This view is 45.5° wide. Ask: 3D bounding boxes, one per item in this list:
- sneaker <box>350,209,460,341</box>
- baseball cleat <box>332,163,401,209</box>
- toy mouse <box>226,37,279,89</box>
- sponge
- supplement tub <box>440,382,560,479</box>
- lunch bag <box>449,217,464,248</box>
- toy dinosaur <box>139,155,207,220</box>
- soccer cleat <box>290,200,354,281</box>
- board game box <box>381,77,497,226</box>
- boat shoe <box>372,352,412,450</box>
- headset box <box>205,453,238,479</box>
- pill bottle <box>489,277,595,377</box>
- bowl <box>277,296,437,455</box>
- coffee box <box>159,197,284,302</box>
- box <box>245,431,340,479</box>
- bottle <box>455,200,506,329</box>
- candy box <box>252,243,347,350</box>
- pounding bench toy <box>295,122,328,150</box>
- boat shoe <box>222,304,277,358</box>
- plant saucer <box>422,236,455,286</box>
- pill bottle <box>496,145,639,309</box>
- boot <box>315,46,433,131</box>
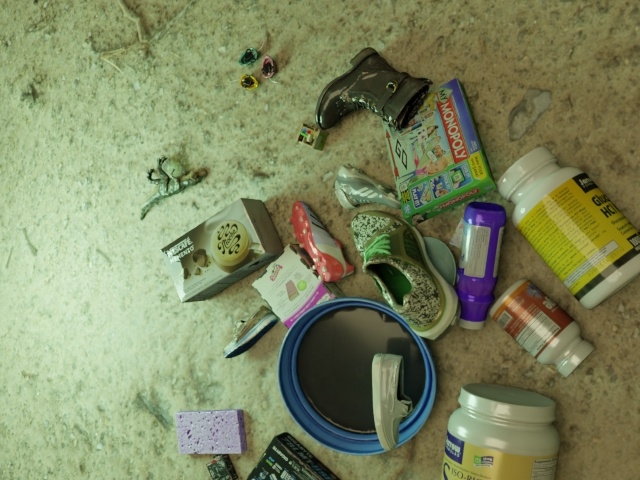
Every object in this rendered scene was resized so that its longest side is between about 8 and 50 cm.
[{"bbox_3d":[0.162,0.047,1.767,0.158,0.182,0.410,-51,44,15],"label":"sneaker"},{"bbox_3d":[0.119,-0.110,1.910,0.206,0.072,0.109,37,110,33],"label":"baseball cleat"},{"bbox_3d":[-0.167,-0.478,2.075,0.161,0.031,0.143,19,97,25],"label":"toy mouse"},{"bbox_3d":[-0.305,0.529,2.109,0.210,0.031,0.117,-8,85,26],"label":"sponge"},{"bbox_3d":[0.386,0.497,1.655,0.241,0.241,0.331,7,92,26],"label":"supplement tub"},{"bbox_3d":[0.357,-0.007,1.791,0.083,0.053,0.071,29,103,17],"label":"lunch bag"},{"bbox_3d":[-0.453,-0.166,2.192,0.268,0.064,0.118,-28,83,26],"label":"toy dinosaur"},{"bbox_3d":[0.000,0.000,1.961,0.248,0.095,0.083,63,145,30],"label":"soccer cleat"},{"bbox_3d":[0.267,-0.209,1.774,0.213,0.046,0.317,-27,51,23],"label":"board game box"},{"bbox_3d":[0.169,0.373,1.757,0.081,0.079,0.227,-4,93,21],"label":"boat shoe"},{"bbox_3d":[-0.271,0.627,2.089,0.062,0.032,0.083,-34,73,21],"label":"headset box"},{"bbox_3d":[0.490,0.194,1.681,0.216,0.121,0.121,44,107,20],"label":"pill bottle"},{"bbox_3d":[0.089,0.324,1.855,0.391,0.077,0.391,2,98,15],"label":"bowl"},{"bbox_3d":[-0.266,0.030,2.058,0.297,0.119,0.168,-30,77,22],"label":"coffee box"},{"bbox_3d":[-0.072,0.703,1.967,0.295,0.073,0.293,36,104,22],"label":"box"},{"bbox_3d":[0.356,0.058,1.720,0.092,0.118,0.283,7,106,8],"label":"bottle"},{"bbox_3d":[-0.045,0.144,1.972,0.159,0.071,0.233,-47,71,17],"label":"candy box"},{"bbox_3d":[-0.032,-0.271,1.973,0.065,0.083,0.052,25,99,24],"label":"pounding bench toy"},{"bbox_3d":[-0.198,0.246,2.054,0.183,0.066,0.066,-40,67,9],"label":"boat shoe"},{"bbox_3d":[0.249,0.090,1.829,0.195,0.037,0.195,-16,65,38],"label":"plant saucer"},{"bbox_3d":[0.535,-0.034,1.629,0.188,0.188,0.334,-43,72,19],"label":"pill bottle"},{"bbox_3d":[0.124,-0.335,1.868,0.263,0.091,0.229,-52,55,13],"label":"boot"}]
